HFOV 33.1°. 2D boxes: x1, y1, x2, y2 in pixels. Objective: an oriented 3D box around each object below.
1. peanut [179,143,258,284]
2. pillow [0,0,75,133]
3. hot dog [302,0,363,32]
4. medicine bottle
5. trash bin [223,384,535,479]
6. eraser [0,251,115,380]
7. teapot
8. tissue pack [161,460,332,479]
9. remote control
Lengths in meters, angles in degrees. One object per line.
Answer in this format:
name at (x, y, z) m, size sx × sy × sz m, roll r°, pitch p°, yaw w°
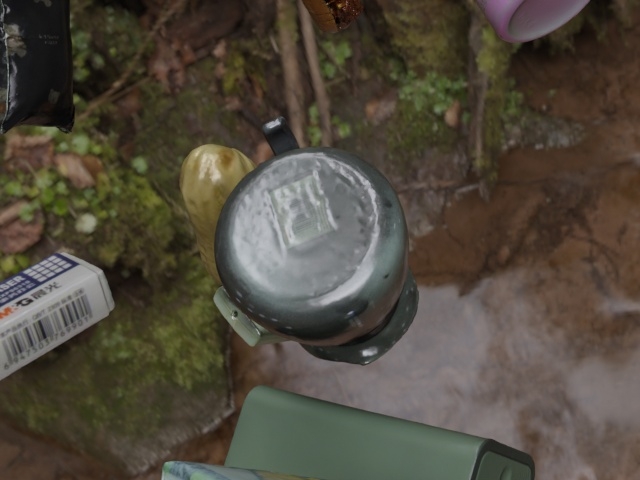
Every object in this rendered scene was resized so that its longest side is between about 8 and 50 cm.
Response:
peanut at (-0.130, -0.031, 1.683) m, size 0.147 × 0.319 × 0.148 m, roll -7°, pitch 49°, yaw 8°
pillow at (-0.237, -0.161, 0.879) m, size 0.048 × 0.150 × 0.090 m, roll 2°, pitch 7°, yaw 38°
hot dog at (0.017, -0.382, 1.620) m, size 0.076 × 0.249 × 0.102 m, roll 31°, pitch 85°, yaw 18°
medicine bottle at (0.278, -0.462, 1.636) m, size 0.178 × 0.178 × 0.291 m, roll -27°, pitch 68°, yaw -2°
trash bin at (0.048, 0.308, 1.277) m, size 0.343 × 0.158 × 0.223 m, roll 11°, pitch 78°, yaw 36°
eraser at (-0.452, 0.122, 1.577) m, size 0.279 × 0.081 × 0.124 m, roll -33°, pitch 36°, yaw -33°
teapot at (-0.012, 0.020, 1.331) m, size 0.305 × 0.285 × 0.223 m, roll 38°, pitch 81°, yaw 28°
tissue pack at (0.030, 0.286, 0.915) m, size 0.228 × 0.310 × 0.128 m, roll 17°, pitch 89°, yaw 53°
remote control at (-0.048, 0.099, 1.533) m, size 0.098 × 0.233 × 0.038 m, roll 47°, pitch 116°, yaw 25°
